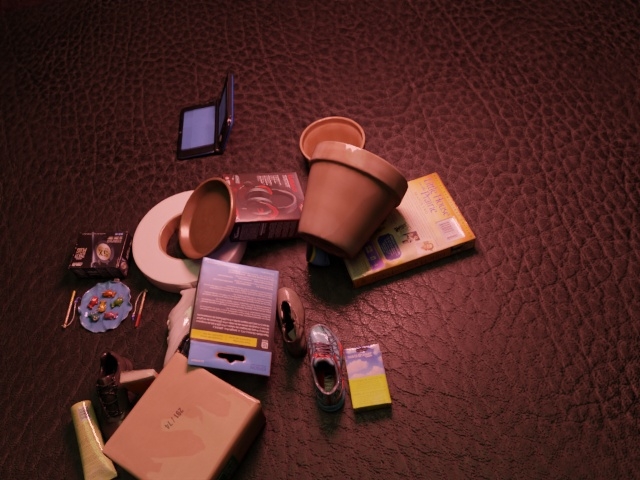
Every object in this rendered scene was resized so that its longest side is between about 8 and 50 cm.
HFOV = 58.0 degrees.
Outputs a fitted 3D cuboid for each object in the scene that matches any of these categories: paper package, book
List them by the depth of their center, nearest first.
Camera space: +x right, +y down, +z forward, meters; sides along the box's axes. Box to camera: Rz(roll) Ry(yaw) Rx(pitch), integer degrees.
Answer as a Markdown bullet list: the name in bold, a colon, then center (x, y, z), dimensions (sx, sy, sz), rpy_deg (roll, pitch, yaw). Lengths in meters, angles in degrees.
- **paper package**: center (-0.353, 0.520, 1.557), dimensions (0.310, 0.168, 0.324), rpy_deg (24, 62, 22)
- **book**: center (-0.501, 0.413, 1.662), dimensions (0.096, 0.144, 0.035), rpy_deg (-9, 55, 2)

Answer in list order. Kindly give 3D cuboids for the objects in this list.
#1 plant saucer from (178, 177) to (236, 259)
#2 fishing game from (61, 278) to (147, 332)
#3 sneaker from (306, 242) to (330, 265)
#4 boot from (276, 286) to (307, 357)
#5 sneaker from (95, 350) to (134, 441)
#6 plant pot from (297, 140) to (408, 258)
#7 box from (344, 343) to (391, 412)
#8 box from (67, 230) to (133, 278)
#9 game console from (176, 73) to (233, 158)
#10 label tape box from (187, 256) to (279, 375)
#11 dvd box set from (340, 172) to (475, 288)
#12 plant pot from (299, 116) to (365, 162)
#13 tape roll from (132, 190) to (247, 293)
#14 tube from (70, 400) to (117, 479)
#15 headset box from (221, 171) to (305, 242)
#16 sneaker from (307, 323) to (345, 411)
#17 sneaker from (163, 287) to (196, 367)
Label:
- **plant saucer**: center (-0.363, -0.068, 1.869), dimensions (0.278, 0.041, 0.277), rpy_deg (-17, 63, 38)
- **fishing game**: center (-0.708, 0.209, 1.895), dimensions (0.264, 0.041, 0.189), rpy_deg (1, 59, 9)
- **sneaker**: center (0.000, 0.000, 1.930), dimensions (0.082, 0.069, 0.209), rpy_deg (15, 47, -16)
- **boot**: center (-0.090, 0.217, 1.727), dimensions (0.084, 0.161, 0.246), rpy_deg (-14, 55, -2)
- **sneaker**: center (-0.599, 0.451, 1.661), dimensions (0.109, 0.130, 0.286), rpy_deg (-18, 57, -6)
- **plant pot**: center (0.072, -0.106, 1.794), dimensions (0.323, 0.323, 0.280), rpy_deg (21, 79, 21)
- **box**: center (0.133, 0.392, 1.649), dimensions (0.109, 0.042, 0.178), rpy_deg (-9, 55, 1)
- **box**: center (-0.748, 0.050, 1.984), dimensions (0.180, 0.077, 0.147), rpy_deg (0, 57, 8)
- **game console**: center (-0.450, -0.487, 2.258), dimensions (0.174, 0.250, 0.293), rpy_deg (7, 53, -19)
- **label tape box**: center (-0.261, 0.237, 1.715), dimensions (0.241, 0.106, 0.333), rpy_deg (12, 59, -15)
- **dvd box set**: center (0.252, -0.041, 1.915), dimensions (0.421, 0.062, 0.307), rpy_deg (-19, 55, -5)
- **plant pot**: center (0.047, -0.331, 2.111), dimensions (0.238, 0.109, 0.237), rpy_deg (-4, 55, 5)
- **tape roll**: center (-0.445, -0.001, 1.980), dimensions (0.392, 0.072, 0.391), rpy_deg (-3, 56, 5)
- **tube**: center (-0.649, 0.574, 1.632), dimensions (0.062, 0.070, 0.240), rpy_deg (3, 47, -46)
- **headset box**: center (-0.176, -0.117, 1.954), dimensions (0.294, 0.110, 0.218), rpy_deg (-4, 53, -20)
- **sneaker**: center (0.019, 0.343, 1.648), dimensions (0.104, 0.125, 0.261), rpy_deg (-13, 55, -1)
- **sneaker**: center (-0.417, 0.275, 1.787), dimensions (0.129, 0.111, 0.297), rpy_deg (-2, 51, 26)
